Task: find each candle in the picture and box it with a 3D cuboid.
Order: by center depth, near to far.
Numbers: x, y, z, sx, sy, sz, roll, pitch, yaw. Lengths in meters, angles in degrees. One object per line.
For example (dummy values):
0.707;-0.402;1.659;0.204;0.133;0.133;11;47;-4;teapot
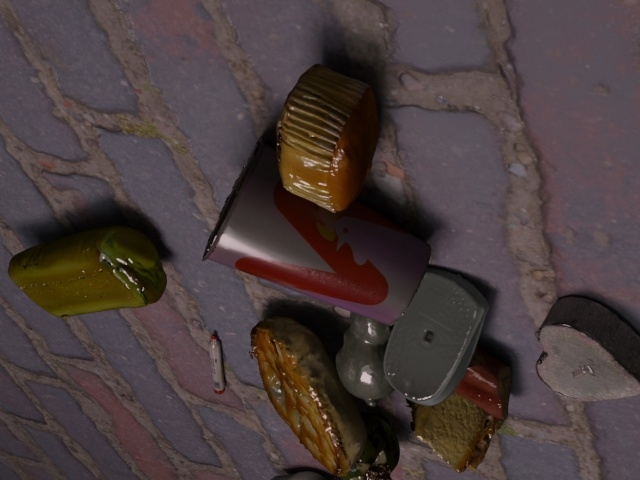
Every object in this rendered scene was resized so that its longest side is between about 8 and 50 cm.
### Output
0.395;0.167;1.555;0.169;0.068;0.192;20;148;20;candle

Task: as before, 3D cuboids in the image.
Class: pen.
-0.207;0.244;2.154;0.026;0.026;0.218;20;146;13;pen

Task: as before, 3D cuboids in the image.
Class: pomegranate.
0.078;0.400;2.017;0.149;0.169;0.148;1;108;4;pomegranate

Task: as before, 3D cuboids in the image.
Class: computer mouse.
0.174;0.148;1.649;0.128;0.079;0.230;32;115;20;computer mouse

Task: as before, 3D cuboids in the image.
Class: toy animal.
0.088;0.149;1.729;0.108;0.138;0.236;0;132;-10;toy animal

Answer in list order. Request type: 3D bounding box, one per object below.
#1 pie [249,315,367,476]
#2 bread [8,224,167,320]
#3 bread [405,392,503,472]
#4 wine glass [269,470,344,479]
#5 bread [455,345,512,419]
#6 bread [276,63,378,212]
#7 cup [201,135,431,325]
-0.023;0.271;1.914;0.315;0.092;0.315;47;155;29;pie
-0.421;0.053;1.973;0.384;0.112;0.166;-12;127;47;bread
0.216;0.320;1.877;0.147;0.127;0.152;38;163;-13;bread
-0.017;0.555;2.367;0.222;0.103;0.103;-12;129;46;wine glass
0.248;0.212;1.727;0.192;0.067;0.119;35;150;-6;bread
0.015;-0.127;1.383;0.114;0.132;0.190;23;150;11;bread
0.000;0.000;1.538;0.289;0.203;0.203;27;148;-8;cup
